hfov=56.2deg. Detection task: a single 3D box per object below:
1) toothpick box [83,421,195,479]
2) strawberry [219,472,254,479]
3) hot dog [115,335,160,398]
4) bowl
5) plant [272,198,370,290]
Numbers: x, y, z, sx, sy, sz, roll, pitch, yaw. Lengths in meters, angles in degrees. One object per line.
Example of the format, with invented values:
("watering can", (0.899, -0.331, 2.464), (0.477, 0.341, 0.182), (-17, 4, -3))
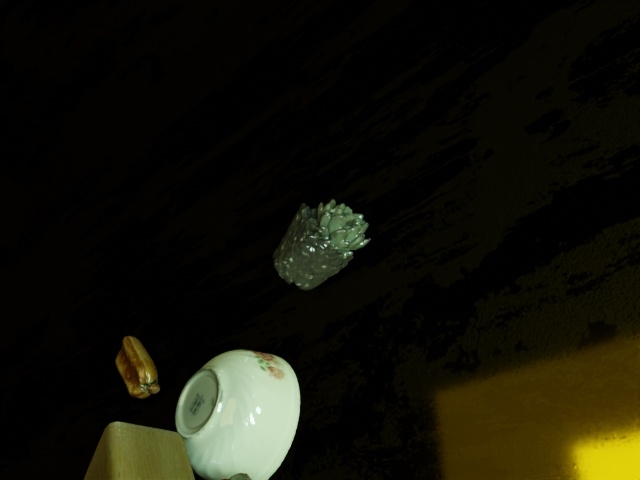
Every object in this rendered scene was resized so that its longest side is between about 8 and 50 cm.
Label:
("toothpick box", (-0.283, 0.440, 0.939), (0.187, 0.190, 0.308), (-67, 26, 8))
("strawberry", (-0.127, 0.543, 0.942), (0.336, 0.149, 0.265), (-61, 33, 13))
("hot dog", (-0.473, 0.329, 1.554), (0.250, 0.068, 0.100), (31, 101, 56))
("bowl", (-0.182, 0.331, 1.157), (0.277, 0.145, 0.276), (-28, 44, 31))
("plant", (0.000, 0.000, 1.199), (0.194, 0.129, 0.132), (-45, 38, 21))
